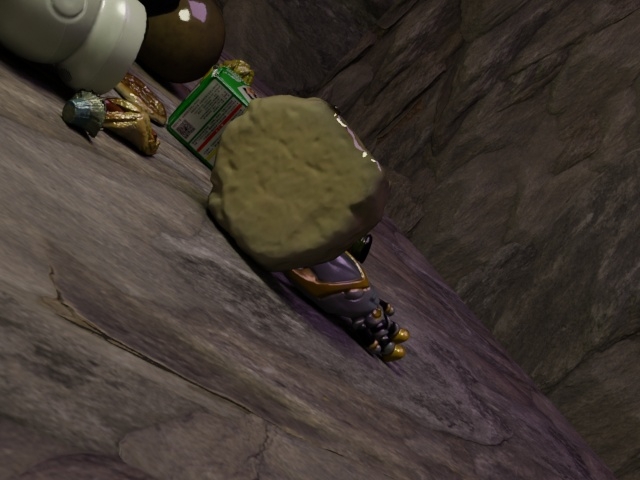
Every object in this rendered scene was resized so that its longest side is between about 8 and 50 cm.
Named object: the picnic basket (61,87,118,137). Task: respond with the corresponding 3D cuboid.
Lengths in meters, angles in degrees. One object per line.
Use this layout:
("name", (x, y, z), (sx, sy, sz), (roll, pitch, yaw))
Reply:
("picnic basket", (-0.351, -0.196, 1.213), (0.083, 0.065, 0.083), (44, 25, 27))

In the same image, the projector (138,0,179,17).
("projector", (-0.492, -0.611, 1.507), (0.405, 0.242, 0.395), (44, 39, 9))

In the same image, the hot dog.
("hot dog", (-0.323, -0.202, 1.347), (0.169, 0.061, 0.078), (32, 17, -50))

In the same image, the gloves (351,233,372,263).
("gloves", (-0.006, -0.036, 1.797), (0.268, 0.107, 0.135), (36, -25, 18))

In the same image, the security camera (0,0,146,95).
("security camera", (-0.421, -0.357, 1.254), (0.236, 0.194, 0.194), (24, 21, -42))

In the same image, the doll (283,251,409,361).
("doll", (0.050, 0.105, 1.499), (0.316, 0.145, 0.103), (48, -29, -19))

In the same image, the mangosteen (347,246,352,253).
("mangosteen", (0.000, 0.000, 1.689), (0.140, 0.140, 0.140), (43, 10, -9))

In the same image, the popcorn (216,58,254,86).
("popcorn", (-0.285, -0.514, 2.544), (0.126, 0.145, 0.126), (37, 16, 3))

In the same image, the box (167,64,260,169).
("box", (-0.186, -0.233, 1.693), (0.250, 0.180, 0.103), (44, 14, -10))

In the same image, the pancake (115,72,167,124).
("pancake", (-0.371, -0.297, 1.643), (0.158, 0.028, 0.158), (44, 12, -12))

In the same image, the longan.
("longan", (-0.368, -0.523, 2.010), (0.258, 0.258, 0.258), (43, 10, -9))

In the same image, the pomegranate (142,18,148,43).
("pomegranate", (-0.437, -0.456, 1.692), (0.122, 0.143, 0.169), (47, 0, 6))

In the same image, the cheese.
("cheese", (-0.039, -0.102, 1.377), (0.115, 0.327, 0.317), (32, 58, -71))
